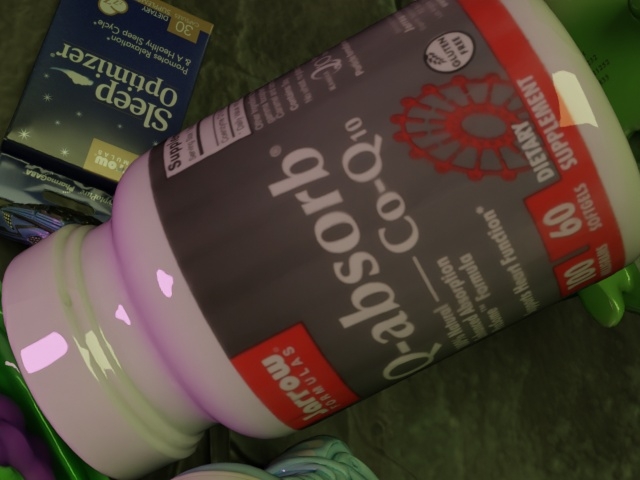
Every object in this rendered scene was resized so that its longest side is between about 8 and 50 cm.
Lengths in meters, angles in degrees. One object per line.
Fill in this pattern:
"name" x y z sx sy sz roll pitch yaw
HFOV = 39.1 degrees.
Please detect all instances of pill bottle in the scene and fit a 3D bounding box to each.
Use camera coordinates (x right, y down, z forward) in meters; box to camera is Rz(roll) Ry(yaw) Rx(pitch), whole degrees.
"pill bottle" 0.000 0.000 0.584 0.363 0.210 0.210 -28 87 7

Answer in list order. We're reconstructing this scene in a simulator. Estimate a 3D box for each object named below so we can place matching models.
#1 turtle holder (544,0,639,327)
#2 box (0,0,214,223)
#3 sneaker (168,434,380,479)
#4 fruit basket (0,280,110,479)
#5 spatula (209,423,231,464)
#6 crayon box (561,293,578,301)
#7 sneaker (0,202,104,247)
"turtle holder" 0.269 -0.090 0.723 0.227 0.243 0.320 -5 37 -42
"box" -0.187 -0.121 0.788 0.136 0.036 0.225 21 67 -19
"sneaker" -0.024 0.201 0.638 0.135 0.366 0.150 -15 55 10
"fruit basket" -0.274 0.194 0.455 0.392 0.392 0.283 -28 87 -30
"spatula" -0.083 0.151 0.754 0.084 0.030 0.296 9 70 -21
"crayon box" 0.164 -0.048 0.861 0.278 0.165 0.081 31 63 -14
"sneaker" -0.172 0.043 0.718 0.221 0.083 0.087 34 89 -1
